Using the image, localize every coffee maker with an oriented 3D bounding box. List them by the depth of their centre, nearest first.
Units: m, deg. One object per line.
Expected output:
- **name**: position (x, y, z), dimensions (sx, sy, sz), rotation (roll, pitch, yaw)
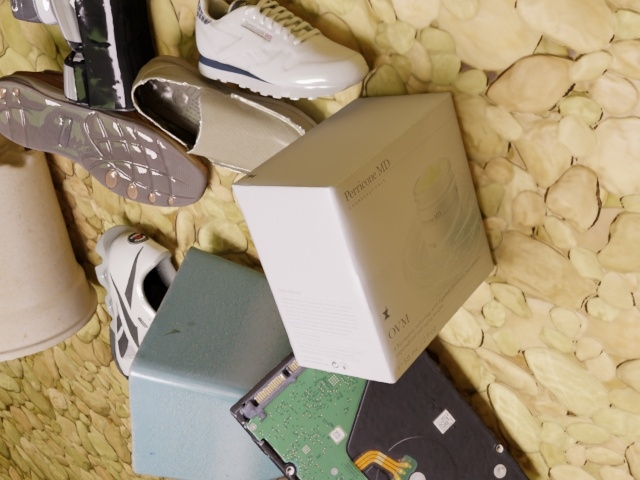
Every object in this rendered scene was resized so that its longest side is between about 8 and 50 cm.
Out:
- **coffee maker**: position (-0.260, -0.259, 1.055), dimensions (0.171, 0.120, 0.178), rotation (21, 133, 28)

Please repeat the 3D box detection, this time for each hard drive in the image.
- **hard drive**: position (0.080, 0.262, 1.052), dimensions (0.339, 0.237, 0.064), rotation (50, 164, -9)

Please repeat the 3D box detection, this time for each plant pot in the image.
- **plant pot**: position (-0.108, 0.198, 1.188), dimensions (0.252, 0.247, 0.247), rotation (13, 133, 3)
- **plant pot**: position (-0.563, -0.008, 1.399), dimensions (0.334, 0.334, 0.305), rotation (16, 119, 33)

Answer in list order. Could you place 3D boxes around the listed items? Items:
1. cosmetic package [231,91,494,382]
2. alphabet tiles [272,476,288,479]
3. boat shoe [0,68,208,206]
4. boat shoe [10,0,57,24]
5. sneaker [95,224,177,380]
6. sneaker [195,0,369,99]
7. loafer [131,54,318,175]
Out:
- **cosmetic package**: position (0.057, -0.011, 0.882), dimensions (0.138, 0.224, 0.224), rotation (2, 122, 41)
- **alphabet tiles**: position (-0.005, 0.320, 1.184), dimensions (0.198, 0.237, 0.009), rotation (-24, 94, 49)
- **boat shoe**: position (-0.300, -0.158, 1.177), dimensions (0.324, 0.116, 0.123), rotation (28, 123, -4)
- **boat shoe**: position (-0.379, -0.391, 1.057), dimensions (0.076, 0.080, 0.228), rotation (1, 116, 8)
- **sneaker**: position (-0.268, 0.141, 1.369), dimensions (0.146, 0.122, 0.330), rotation (16, 130, 35)
- **sneaker**: position (-0.052, -0.220, 0.930), dimensions (0.235, 0.090, 0.094), rotation (17, 121, 30)
- **loafer**: position (-0.115, -0.133, 0.997), dimensions (0.269, 0.092, 0.101), rotation (25, 121, 10)
